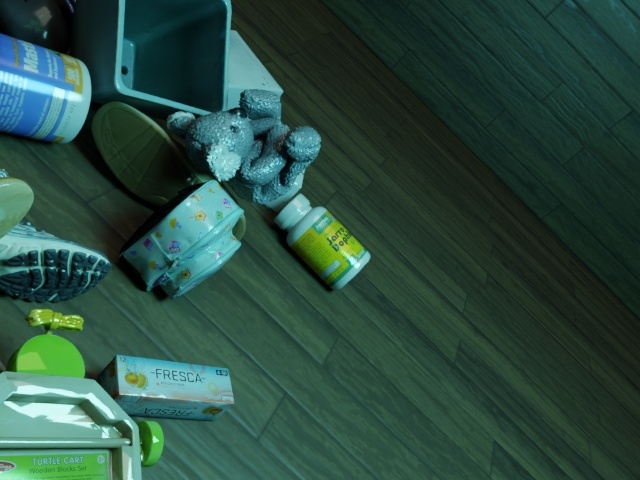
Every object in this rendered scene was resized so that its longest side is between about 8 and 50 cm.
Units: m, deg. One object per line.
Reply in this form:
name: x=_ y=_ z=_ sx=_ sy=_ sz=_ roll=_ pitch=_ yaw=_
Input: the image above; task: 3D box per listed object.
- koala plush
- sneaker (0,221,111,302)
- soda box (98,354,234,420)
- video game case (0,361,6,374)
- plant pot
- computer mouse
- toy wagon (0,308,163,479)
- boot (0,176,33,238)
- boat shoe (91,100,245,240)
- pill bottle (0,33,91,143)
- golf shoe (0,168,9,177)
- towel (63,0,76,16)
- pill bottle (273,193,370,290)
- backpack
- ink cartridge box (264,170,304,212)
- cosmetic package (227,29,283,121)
koala plush: x=-0.156 y=-0.166 z=1.092 sx=0.196 sy=0.203 sz=0.221 roll=46 pitch=25 yaw=28
sneaker: x=-0.421 y=0.001 z=0.807 sx=0.283 sy=0.110 sz=0.122 roll=13 pitch=40 yaw=-43
soda box: x=-0.216 y=0.212 z=0.851 sx=0.183 sy=0.058 sz=0.063 roll=19 pitch=39 yaw=-39
video game case: x=-0.396 y=0.217 z=0.660 sx=0.190 sy=0.022 sz=0.173 roll=47 pitch=30 yaw=4
plant pot: x=-0.351 y=-0.361 z=1.153 sx=0.248 sy=0.252 sz=0.247 roll=5 pitch=87 yaw=-52
computer mouse: x=-0.582 y=-0.461 z=1.141 sx=0.188 sy=0.072 sz=0.272 roll=-31 pitch=84 yaw=-26
toy wagon: x=-0.299 y=0.243 z=0.656 sx=0.267 sy=0.068 sz=0.344 roll=21 pitch=45 yaw=-45
boot: x=-0.482 y=-0.055 z=0.652 sx=0.211 sy=0.295 sz=0.104 roll=58 pitch=-7 yaw=22
boat shoe: x=-0.281 y=-0.122 z=1.130 sx=0.341 sy=0.122 sz=0.110 roll=47 pitch=11 yaw=-19
pill bottle: x=-0.521 y=-0.252 z=0.941 sx=0.272 sy=0.152 sz=0.152 roll=9 pitch=46 yaw=-48
golf shoe: x=-0.532 y=-0.101 z=0.834 sx=0.176 sy=0.069 sz=0.086 roll=30 pitch=39 yaw=-23
towel: x=-0.478 y=-0.521 z=1.347 sx=0.209 sy=0.034 sz=0.285 roll=60 pitch=18 yaw=-10
pill bottle: x=0.000 y=0.000 z=1.318 sx=0.208 sy=0.117 sz=0.117 roll=46 pitch=30 yaw=0
backpack: x=-0.214 y=-0.006 z=0.988 sx=0.144 sy=0.188 sz=0.166 roll=45 pitch=29 yaw=-2
ink cartridge box: x=-0.087 y=-0.143 z=1.401 sx=0.056 sy=0.099 sz=0.135 roll=35 pitch=33 yaw=-19
cosmetic package: x=-0.253 y=-0.406 z=1.478 sx=0.224 sy=0.138 sz=0.225 roll=53 pitch=32 yaw=12
